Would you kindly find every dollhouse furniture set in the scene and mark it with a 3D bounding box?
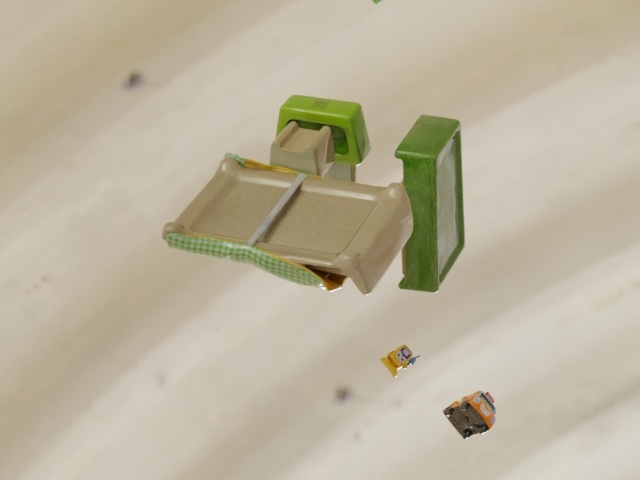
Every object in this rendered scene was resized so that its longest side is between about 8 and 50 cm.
[{"bbox_3d":[0.000,0.000,1.895,0.301,0.197,0.151,-53,-33,-53],"label":"dollhouse furniture set"}]

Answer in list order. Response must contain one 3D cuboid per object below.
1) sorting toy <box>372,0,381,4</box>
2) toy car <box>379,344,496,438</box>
[{"bbox_3d":[0.030,-0.147,0.924,0.012,0.062,0.083,16,-97,-16],"label":"sorting toy"},{"bbox_3d":[0.116,0.130,1.831,0.040,0.122,0.060,-40,-13,-28],"label":"toy car"}]
